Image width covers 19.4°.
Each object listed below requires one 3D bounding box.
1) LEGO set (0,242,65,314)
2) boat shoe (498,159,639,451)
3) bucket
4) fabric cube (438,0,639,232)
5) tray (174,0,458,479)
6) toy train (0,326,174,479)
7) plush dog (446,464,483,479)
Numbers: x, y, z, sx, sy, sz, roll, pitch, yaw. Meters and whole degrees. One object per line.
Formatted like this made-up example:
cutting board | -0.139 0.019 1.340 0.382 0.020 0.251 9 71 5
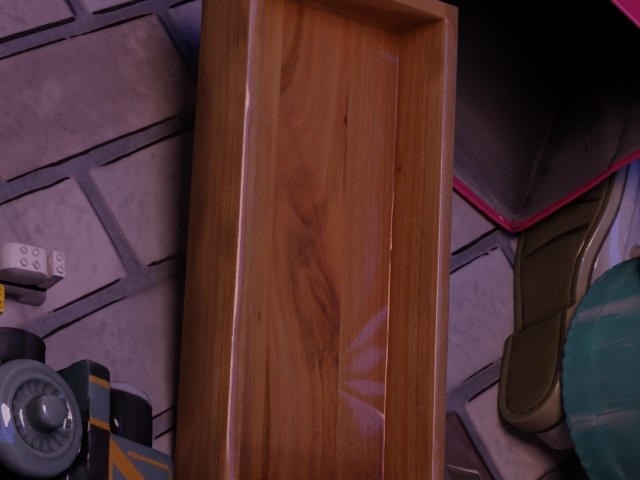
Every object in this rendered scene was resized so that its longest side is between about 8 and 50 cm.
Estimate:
LEGO set | -0.256 0.026 1.210 0.227 0.093 0.087 14 59 -36
boat shoe | 0.236 0.047 1.633 0.103 0.113 0.302 32 60 -26
bucket | 0.342 0.113 1.509 0.281 0.183 0.281 8 77 -35
fabric cube | 0.194 -0.215 1.630 0.254 0.259 0.258 40 44 -16
tray | 0.000 0.000 1.407 0.203 0.076 0.411 13 73 -37
toy train | -0.171 0.221 1.159 0.190 0.142 0.334 29 48 -43
plush dog | 0.110 0.302 1.292 0.211 0.262 0.225 16 55 -15
